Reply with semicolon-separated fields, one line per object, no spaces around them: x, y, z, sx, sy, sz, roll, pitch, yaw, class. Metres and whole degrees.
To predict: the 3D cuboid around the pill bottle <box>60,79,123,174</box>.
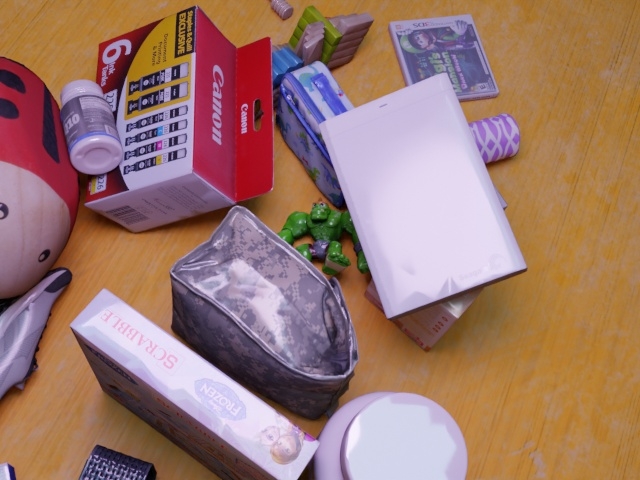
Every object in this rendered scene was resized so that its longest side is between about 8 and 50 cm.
-0.350;-0.174;1.181;0.078;0.078;0.137;-15;57;-14;pill bottle

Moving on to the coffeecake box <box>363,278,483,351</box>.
0.154;0.080;1.211;0.142;0.185;0.068;42;68;11;coffeecake box

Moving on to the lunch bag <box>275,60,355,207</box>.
0.010;-0.179;1.313;0.090;0.176;0.219;-28;73;-19;lunch bag

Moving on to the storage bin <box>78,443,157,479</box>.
-0.295;0.380;1.049;0.084;0.122;0.180;18;65;0;storage bin

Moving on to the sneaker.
-0.455;0.151;1.157;0.108;0.100;0.272;46;56;-23;sneaker

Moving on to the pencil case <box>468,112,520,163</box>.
0.256;-0.172;1.396;0.206;0.086;0.088;-14;35;-16;pencil case

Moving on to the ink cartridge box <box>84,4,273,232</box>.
-0.221;-0.201;1.249;0.271;0.130;0.310;-14;64;22;ink cartridge box

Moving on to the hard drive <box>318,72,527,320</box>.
0.140;-0.065;1.113;0.203;0.040;0.308;-21;74;8;hard drive

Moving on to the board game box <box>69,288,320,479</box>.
-0.164;0.228;1.029;0.318;0.318;0.066;34;66;7;board game box

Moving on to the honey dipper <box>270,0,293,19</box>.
-0.114;-0.491;1.516;0.030;0.030;0.161;-37;74;-21;honey dipper

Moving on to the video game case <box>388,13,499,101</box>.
0.236;-0.350;1.505;0.173;0.022;0.191;-9;68;-11;video game case

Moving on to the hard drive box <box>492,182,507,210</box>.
0.181;-0.061;1.252;0.089;0.232;0.181;-25;71;-18;hard drive box

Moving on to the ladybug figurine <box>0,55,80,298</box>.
-0.462;-0.122;1.132;0.161;0.305;0.449;-26;51;4;ladybug figurine

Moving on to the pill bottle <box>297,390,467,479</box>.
0.076;0.305;1.017;0.187;0.334;0.188;3;66;-7;pill bottle

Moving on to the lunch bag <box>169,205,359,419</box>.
-0.067;0.126;1.132;0.287;0.235;0.169;39;64;10;lunch bag

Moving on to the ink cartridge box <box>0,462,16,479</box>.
-0.518;0.383;1.059;0.207;0.046;0.097;-15;68;-14;ink cartridge box

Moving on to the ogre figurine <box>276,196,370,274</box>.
0.000;0.000;1.276;0.097;0.197;0.118;43;45;-37;ogre figurine

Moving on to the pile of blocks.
-0.075;-0.327;1.382;0.362;0.149;0.113;-38;76;-21;pile of blocks
